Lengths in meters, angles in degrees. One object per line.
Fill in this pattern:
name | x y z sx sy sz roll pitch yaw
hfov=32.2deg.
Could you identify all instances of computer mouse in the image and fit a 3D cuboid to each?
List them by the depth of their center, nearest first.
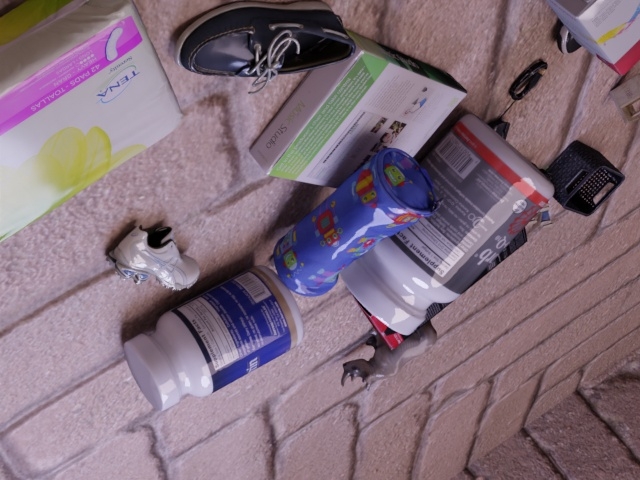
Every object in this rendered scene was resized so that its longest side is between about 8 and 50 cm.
computer mouse | 0.341 -0.219 1.997 0.071 0.041 0.242 -9 139 -45

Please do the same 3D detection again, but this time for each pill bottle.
pill bottle | -0.173 0.160 1.792 0.265 0.153 0.153 -27 151 -23
pill bottle | 0.213 -0.024 1.929 0.363 0.210 0.210 -48 152 12

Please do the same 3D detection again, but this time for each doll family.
doll family | 0.431 -0.100 2.242 0.076 0.111 0.193 -13 154 5

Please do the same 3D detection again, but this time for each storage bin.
storage bin | 0.559 -0.130 2.367 0.122 0.084 0.180 -49 151 18

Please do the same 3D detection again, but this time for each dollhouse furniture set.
dollhouse furniture set | 0.677 -0.338 2.189 0.129 0.129 0.184 -19 171 -36

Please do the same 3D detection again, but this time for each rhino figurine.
rhino figurine | 0.142 0.238 2.371 0.243 0.106 0.073 -35 153 -10

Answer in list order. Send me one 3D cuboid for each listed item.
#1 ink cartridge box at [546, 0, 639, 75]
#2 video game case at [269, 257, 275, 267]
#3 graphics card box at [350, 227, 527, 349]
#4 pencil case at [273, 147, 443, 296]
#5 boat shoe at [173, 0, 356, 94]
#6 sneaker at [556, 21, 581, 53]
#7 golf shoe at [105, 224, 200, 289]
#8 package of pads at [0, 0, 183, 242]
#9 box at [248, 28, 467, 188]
ink cartridge box | 0.448 -0.376 1.745 0.127 0.128 0.176 -45 136 10
video game case | 0.000 0.000 1.915 0.157 0.019 0.143 -46 153 10
graphics card box | 0.240 0.044 2.213 0.371 0.094 0.233 -38 153 -2
pencil case | 0.055 -0.026 1.724 0.133 0.119 0.306 -7 156 -43
boat shoe | -0.065 -0.241 1.393 0.254 0.079 0.095 -14 144 -42
sneaker | 0.503 -0.394 1.869 0.234 0.097 0.084 -46 153 11
golf shoe | -0.224 0.021 1.612 0.086 0.069 0.176 -55 152 15
package of pads | -0.309 -0.137 1.213 0.296 0.101 0.229 -35 153 -9
box | 0.064 -0.182 1.681 0.232 0.058 0.322 -50 153 20
